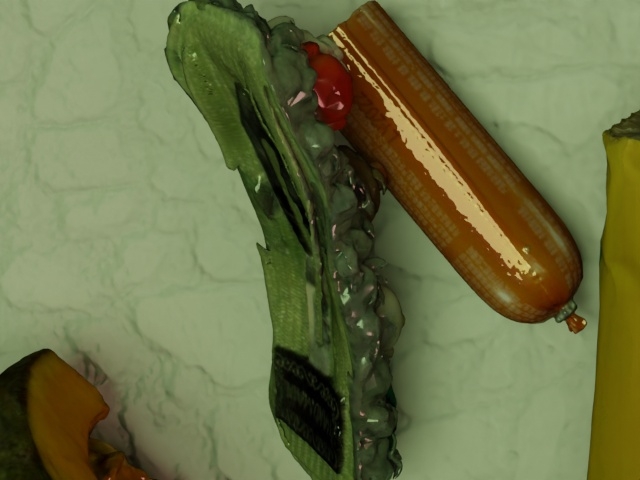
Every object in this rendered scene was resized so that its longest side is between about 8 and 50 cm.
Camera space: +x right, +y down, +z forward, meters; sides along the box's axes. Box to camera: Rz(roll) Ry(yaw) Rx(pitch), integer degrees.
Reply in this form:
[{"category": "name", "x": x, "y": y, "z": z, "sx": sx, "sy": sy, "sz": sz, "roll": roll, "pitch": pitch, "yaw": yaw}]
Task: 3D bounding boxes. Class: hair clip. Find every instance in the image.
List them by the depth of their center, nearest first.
[{"category": "hair clip", "x": 0.002, "y": 0.000, "z": 1.030, "sx": 0.138, "sy": 0.091, "sz": 0.321, "roll": 30, "pitch": 140, "yaw": 51}]

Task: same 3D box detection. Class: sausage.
[{"category": "sausage", "x": 0.081, "y": -0.036, "z": 1.047, "sx": 0.071, "sy": 0.071, "sz": 0.234, "roll": -41, "pitch": 86, "yaw": 19}]

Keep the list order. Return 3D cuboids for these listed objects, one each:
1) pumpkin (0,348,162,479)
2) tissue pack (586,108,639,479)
[{"category": "pumpkin", "x": -0.174, "y": 0.241, "z": 1.077, "sx": 0.303, "sy": 0.256, "sz": 0.225, "roll": 43, "pitch": 106, "yaw": -9}, {"category": "tissue pack", "x": 0.290, "y": 0.127, "z": 0.926, "sx": 0.293, "sy": 0.228, "sz": 0.382, "roll": 6, "pitch": 99, "yaw": 17}]
